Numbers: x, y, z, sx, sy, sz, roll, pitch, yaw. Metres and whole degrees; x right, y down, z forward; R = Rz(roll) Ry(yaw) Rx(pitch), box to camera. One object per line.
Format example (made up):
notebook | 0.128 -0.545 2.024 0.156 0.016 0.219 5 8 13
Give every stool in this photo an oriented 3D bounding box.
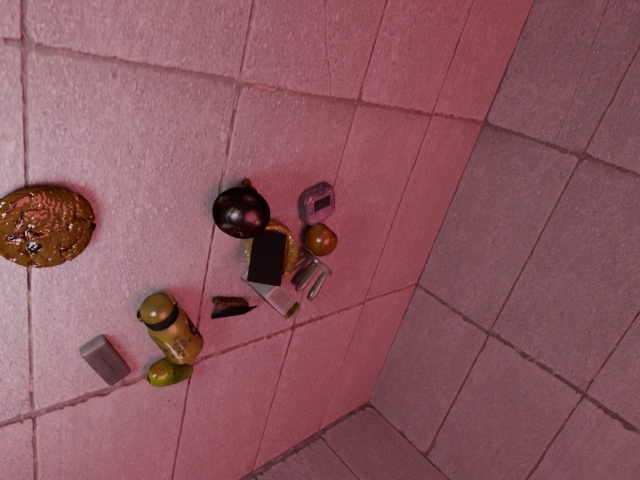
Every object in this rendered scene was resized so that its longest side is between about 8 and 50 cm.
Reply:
stool | -0.068 0.176 2.262 0.199 0.195 0.195 -49 144 -6

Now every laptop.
laptop | -0.413 0.343 2.096 0.135 0.016 0.197 -30 160 35

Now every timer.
timer | -0.012 -0.179 2.151 0.208 0.069 0.191 -29 134 -29

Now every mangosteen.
mangosteen | -0.307 -0.138 1.751 0.235 0.235 0.262 45 49 -54

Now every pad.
pad | -0.236 0.075 1.933 0.163 0.004 0.243 13 76 -27

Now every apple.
apple | 0.000 0.000 2.218 0.155 0.182 0.182 -47 144 2

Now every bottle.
bottle | -0.623 0.357 1.801 0.171 0.171 0.351 -37 141 -22

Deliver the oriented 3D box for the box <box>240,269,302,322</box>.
box | -0.234 0.258 2.134 0.106 0.200 0.299 -48 143 -11

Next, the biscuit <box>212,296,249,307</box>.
biscuit | -0.426 0.295 2.064 0.199 0.064 0.035 14 102 -53

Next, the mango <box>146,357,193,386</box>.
mango | -0.682 0.597 1.979 0.232 0.111 0.125 9 115 -52

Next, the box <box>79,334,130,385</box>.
box | -0.858 0.483 1.737 0.103 0.055 0.244 -35 139 -25

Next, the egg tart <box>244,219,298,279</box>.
egg tart | -0.235 0.048 2.001 0.290 0.107 0.291 6 79 -30

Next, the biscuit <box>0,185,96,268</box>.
biscuit | -0.840 -0.036 1.328 0.295 0.075 0.296 -29 137 -31
